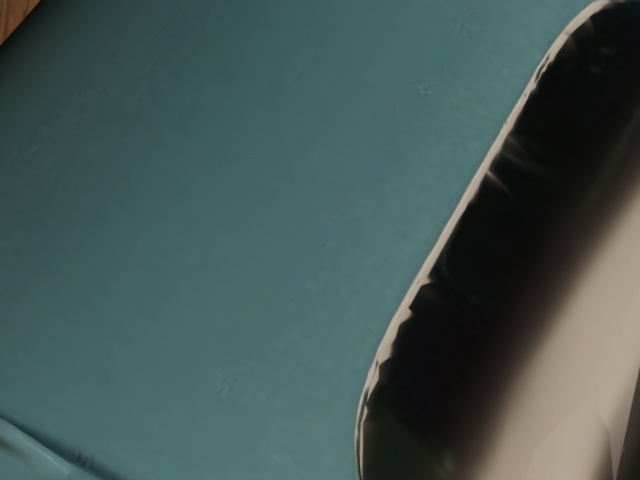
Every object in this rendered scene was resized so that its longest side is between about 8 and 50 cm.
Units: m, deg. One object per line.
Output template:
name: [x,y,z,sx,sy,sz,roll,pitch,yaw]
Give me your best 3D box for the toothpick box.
toothpick box: [0.000,0.000,0.551,0.354,0.263,0.263,-56,176,-32]
